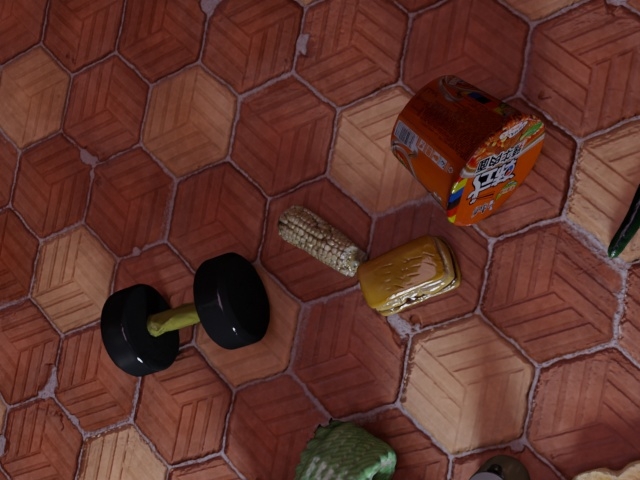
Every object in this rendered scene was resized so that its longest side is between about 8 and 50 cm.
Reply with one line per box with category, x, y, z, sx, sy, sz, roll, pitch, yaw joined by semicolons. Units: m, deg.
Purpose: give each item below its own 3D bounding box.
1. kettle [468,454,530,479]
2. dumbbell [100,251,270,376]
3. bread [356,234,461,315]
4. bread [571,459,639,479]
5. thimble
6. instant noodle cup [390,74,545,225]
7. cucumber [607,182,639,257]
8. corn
kettle;0.314;0.464;1.453;0.127;0.148;0.098;-47;70;14
dumbbell;-0.293;0.164;1.725;0.322;0.204;0.203;-19;78;21
bread;0.176;0.069;1.598;0.200;0.077;0.116;-25;67;20
bread;0.549;0.541;1.392;0.316;0.054;0.316;-2;84;23
thimble;0.039;0.466;1.542;0.150;0.219;0.219;26;96;24
instant noodle cup;0.265;-0.180;1.496;0.192;0.250;0.250;44;103;29
cucumber;0.576;-0.049;1.450;0.036;0.033;0.184;25;96;-1
corn;0.000;0.000;1.674;0.211;0.087;0.087;34;99;24
